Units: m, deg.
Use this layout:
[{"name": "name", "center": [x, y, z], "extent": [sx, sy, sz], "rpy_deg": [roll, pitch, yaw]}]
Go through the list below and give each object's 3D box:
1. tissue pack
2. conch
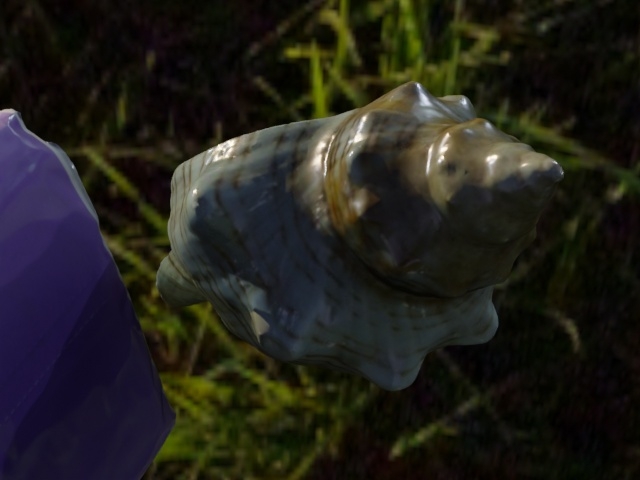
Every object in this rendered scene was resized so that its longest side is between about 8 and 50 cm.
[{"name": "tissue pack", "center": [-0.233, 0.104, 1.008], "extent": [0.160, 0.242, 0.338], "rpy_deg": [-13, 23, 28]}, {"name": "conch", "center": [-0.001, 0.010, 1.105], "extent": [0.203, 0.386, 0.170], "rpy_deg": [35, 46, -29]}]
